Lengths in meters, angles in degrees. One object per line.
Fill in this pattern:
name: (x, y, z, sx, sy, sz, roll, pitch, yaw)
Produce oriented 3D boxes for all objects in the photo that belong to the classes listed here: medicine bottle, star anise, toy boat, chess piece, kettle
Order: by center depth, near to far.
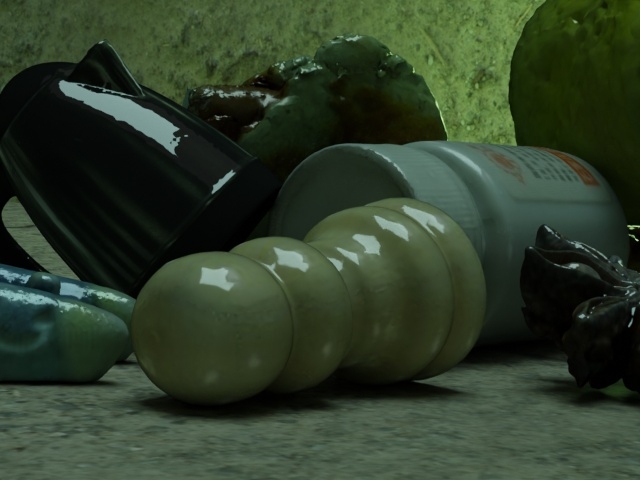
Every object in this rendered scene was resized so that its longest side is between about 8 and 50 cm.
chess piece: (-0.017, 0.060, 1.265, 0.167, 0.167, 0.299, 6, 12, 40)
toy boat: (-0.312, 0.043, 1.335, 0.330, 0.123, 0.215, 5, 5, 4)
star anise: (0.266, 0.081, 1.389, 0.236, 0.109, 0.223, 17, 18, -33)
kettle: (-0.206, -0.058, 1.566, 0.271, 0.207, 0.251, 42, -28, 1)
medicine bottle: (0.136, 0.005, 1.606, 0.211, 0.211, 0.371, 6, 4, 40)

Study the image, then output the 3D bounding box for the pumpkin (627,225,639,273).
pumpkin: (0.329, 0.042, 1.896, 0.248, 0.131, 0.126, 10, 14, 21)

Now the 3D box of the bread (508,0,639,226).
bread: (0.397, -0.165, 1.786, 0.348, 0.348, 0.307, 1, -5, -34)

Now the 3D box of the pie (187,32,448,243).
pie: (0.004, -0.081, 1.692, 0.274, 0.257, 0.105, -22, 22, -8)

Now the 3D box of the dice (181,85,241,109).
dice: (-0.030, -0.045, 1.864, 0.268, 0.263, 0.264, 1, 4, -11)
